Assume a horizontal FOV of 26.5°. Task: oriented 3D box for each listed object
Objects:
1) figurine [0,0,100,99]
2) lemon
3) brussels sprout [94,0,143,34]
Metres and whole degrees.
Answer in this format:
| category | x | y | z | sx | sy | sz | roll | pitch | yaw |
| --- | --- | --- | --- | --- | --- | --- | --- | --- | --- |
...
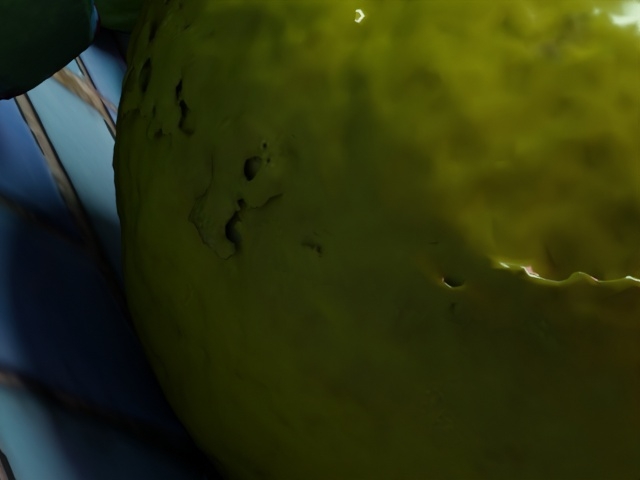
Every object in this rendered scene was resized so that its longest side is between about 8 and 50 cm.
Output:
| category | x | y | z | sx | sy | sz | roll | pitch | yaw |
| --- | --- | --- | --- | --- | --- | --- | --- | --- | --- |
| figurine | -0.182 | -0.180 | 0.555 | 0.234 | 0.127 | 0.185 | 44 | -8 | 23 |
| lemon | 0.082 | -0.008 | 0.589 | 0.387 | 0.350 | 0.350 | 90 | -23 | -53 |
| brussels sprout | -0.106 | -0.244 | 0.920 | 0.271 | 0.210 | 0.219 | 70 | -6 | -65 |
